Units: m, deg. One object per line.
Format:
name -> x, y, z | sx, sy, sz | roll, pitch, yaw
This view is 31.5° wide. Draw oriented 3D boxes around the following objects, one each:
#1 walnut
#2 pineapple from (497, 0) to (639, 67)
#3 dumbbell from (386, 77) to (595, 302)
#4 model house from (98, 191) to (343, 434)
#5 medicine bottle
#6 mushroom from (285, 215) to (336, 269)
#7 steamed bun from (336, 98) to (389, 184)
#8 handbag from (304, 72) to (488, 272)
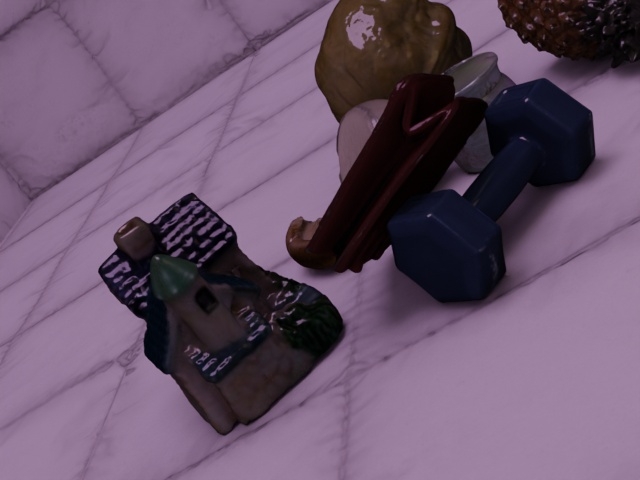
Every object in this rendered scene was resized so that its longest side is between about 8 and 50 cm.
walnut -> 0.134, -0.304, 1.978 | 0.253, 0.282, 0.276 | 117, 171, -54
pineapple -> 0.428, -0.366, 1.772 | 0.202, 0.202, 0.362 | -38, 30, -3
dumbbell -> 0.225, -0.066, 1.465 | 0.144, 0.156, 0.316 | 21, 54, 33
model house -> -0.163, 0.081, 1.602 | 0.243, 0.284, 0.298 | -45, 20, -10
medicine bottle -> 0.242, -0.199, 1.747 | 0.147, 0.143, 0.147 | -32, 18, 12
mushroom -> 0.001, 0.002, 1.804 | 0.094, 0.072, 0.210 | -43, 16, -24
steamed bun -> 0.111, -0.139, 1.819 | 0.131, 0.177, 0.228 | -6, -2, -16
handbag -> 0.105, -0.091, 1.515 | 0.275, 0.084, 0.260 | -58, -11, 15
